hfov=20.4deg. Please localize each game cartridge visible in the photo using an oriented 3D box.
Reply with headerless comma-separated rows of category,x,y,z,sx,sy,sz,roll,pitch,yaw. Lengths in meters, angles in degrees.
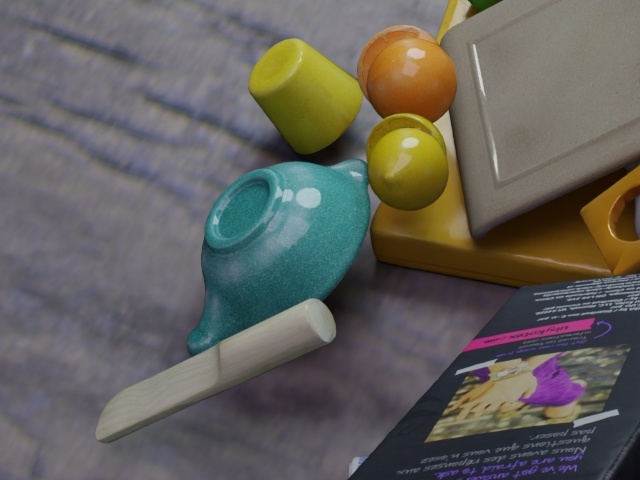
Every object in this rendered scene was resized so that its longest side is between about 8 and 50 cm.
game cartridge,0.214,-0.100,1.246,0.285,0.052,0.323,11,61,17

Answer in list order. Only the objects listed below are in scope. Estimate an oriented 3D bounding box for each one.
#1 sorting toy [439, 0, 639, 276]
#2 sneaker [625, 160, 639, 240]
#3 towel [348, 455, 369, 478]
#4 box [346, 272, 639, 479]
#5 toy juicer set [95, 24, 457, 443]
sorting toy,0.172,-0.103,1.162,0.196,0.047,0.347,-29,45,26
sneaker,0.219,-0.059,1.163,0.061,0.054,0.152,-7,57,34
towel,0.149,0.215,1.043,0.285,0.034,0.209,-2,53,6
box,0.138,0.137,0.894,0.143,0.165,0.270,-8,18,31
toy juicer set,0.000,0.000,1.161,0.209,0.089,0.329,-9,49,45
